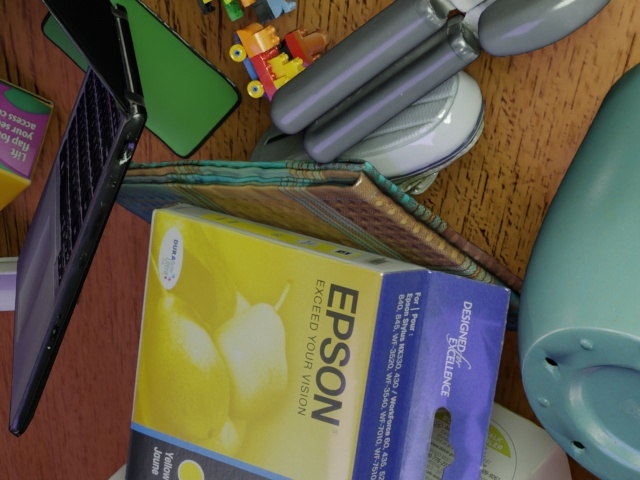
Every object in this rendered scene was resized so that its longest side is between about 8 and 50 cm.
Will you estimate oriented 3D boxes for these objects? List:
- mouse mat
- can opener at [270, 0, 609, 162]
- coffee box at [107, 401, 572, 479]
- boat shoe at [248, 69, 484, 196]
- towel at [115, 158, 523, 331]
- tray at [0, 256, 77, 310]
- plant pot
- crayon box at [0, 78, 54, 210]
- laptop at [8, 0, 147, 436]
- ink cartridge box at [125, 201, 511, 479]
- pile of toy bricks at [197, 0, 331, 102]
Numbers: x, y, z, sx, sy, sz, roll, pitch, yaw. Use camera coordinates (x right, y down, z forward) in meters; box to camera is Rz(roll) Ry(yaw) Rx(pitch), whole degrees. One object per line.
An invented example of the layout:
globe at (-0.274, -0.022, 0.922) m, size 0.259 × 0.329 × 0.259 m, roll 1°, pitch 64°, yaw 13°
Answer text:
mouse mat at (-0.166, -0.164, 1.665) m, size 0.189 × 0.007 × 0.152 m, roll 41°, pitch 147°, yaw -6°
can opener at (0.080, -0.142, 1.307) m, size 0.280 × 0.093 × 0.074 m, roll -31°, pitch 120°, yaw 30°
coffee box at (0.029, 0.328, 1.746) m, size 0.338 × 0.334 × 0.338 m, roll 25°, pitch 147°, yaw 36°
boat shoe at (0.051, -0.078, 1.489) m, size 0.094 × 0.109 × 0.302 m, roll 34°, pitch 160°, yaw -23°
towel at (0.000, 0.000, 1.570) m, size 0.271 × 0.040 × 0.370 m, roll 34°, pitch 161°, yaw -36°
tray at (-0.411, 0.048, 2.011) m, size 0.270 × 0.030 × 0.145 m, roll -2°, pitch 163°, yaw -1°
plant pot at (0.276, 0.048, 1.282) m, size 0.293 × 0.235 × 0.293 m, roll 25°, pitch 145°, yaw 19°
crayon box at (-0.498, -0.118, 1.844) m, size 0.362 × 0.106 × 0.313 m, roll 23°, pitch 152°, yaw -22°
laptop at (-0.271, -0.132, 1.422) m, size 0.236 × 0.408 × 0.382 m, roll 19°, pitch -165°, yaw -14°
ink cartridge box at (-0.016, 0.149, 1.497) m, size 0.307 × 0.072 × 0.304 m, roll 15°, pitch 105°, yaw 30°
pile of toy bricks at (-0.035, -0.218, 1.402) m, size 0.105 × 0.118 × 0.212 m, roll -22°, pitch 101°, yaw 23°
